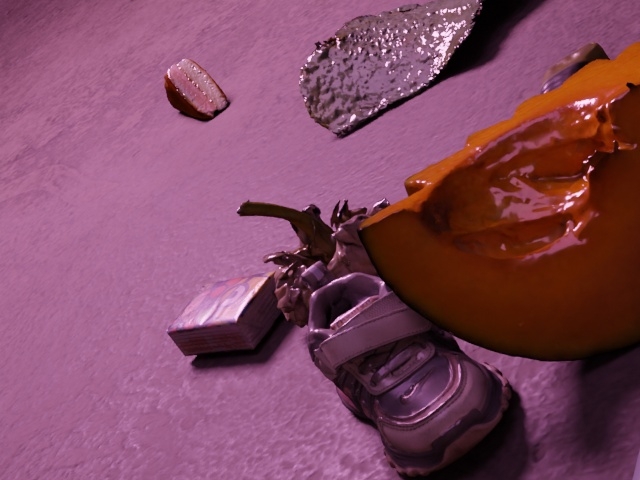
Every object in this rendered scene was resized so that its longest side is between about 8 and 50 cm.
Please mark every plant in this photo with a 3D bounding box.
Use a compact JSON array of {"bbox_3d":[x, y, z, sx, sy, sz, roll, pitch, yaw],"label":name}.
[{"bbox_3d":[0.000,0.000,1.087,0.116,0.122,0.104,-46,14,-9],"label":"plant"}]

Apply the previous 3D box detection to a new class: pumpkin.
[{"bbox_3d":[0.163,-0.019,0.923,0.254,0.149,0.130,-31,3,4],"label":"pumpkin"}]

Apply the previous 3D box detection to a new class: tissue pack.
[{"bbox_3d":[-0.069,0.058,1.163,0.083,0.035,0.063,-11,32,45],"label":"tissue pack"}]

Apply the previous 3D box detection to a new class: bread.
[{"bbox_3d":[-0.145,-0.171,1.679,0.043,0.062,0.109,-38,27,-13],"label":"bread"}]

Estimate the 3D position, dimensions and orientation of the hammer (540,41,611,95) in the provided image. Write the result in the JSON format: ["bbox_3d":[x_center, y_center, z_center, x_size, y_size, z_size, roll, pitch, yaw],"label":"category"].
[{"bbox_3d":[0.194,-0.074,1.067,0.159,0.041,0.226,-27,25,11],"label":"hammer"}]

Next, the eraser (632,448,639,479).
[{"bbox_3d":[0.244,0.052,0.708,0.174,0.081,0.227,-13,29,32],"label":"eraser"}]

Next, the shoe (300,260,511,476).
[{"bbox_3d":[0.044,0.068,0.919,0.089,0.092,0.180,-37,24,-6],"label":"shoe"}]

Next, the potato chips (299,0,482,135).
[{"bbox_3d":[0.085,-0.188,1.417,0.167,0.059,0.228,9,46,43],"label":"potato chips"}]
